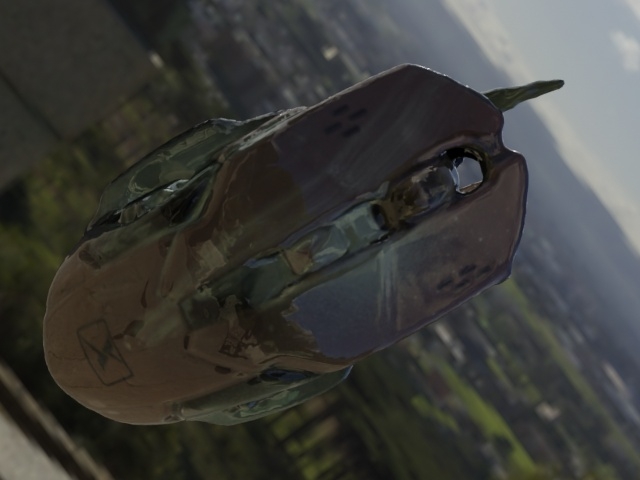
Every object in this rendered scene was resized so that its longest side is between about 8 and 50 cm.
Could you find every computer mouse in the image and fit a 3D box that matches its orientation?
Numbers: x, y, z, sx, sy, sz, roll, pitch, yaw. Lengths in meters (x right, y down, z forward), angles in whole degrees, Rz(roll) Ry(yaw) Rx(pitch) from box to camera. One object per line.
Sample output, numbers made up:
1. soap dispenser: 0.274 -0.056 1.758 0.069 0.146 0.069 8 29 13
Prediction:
1. computer mouse: -0.001 0.002 1.179 0.199 0.389 0.115 62 -1 -11
